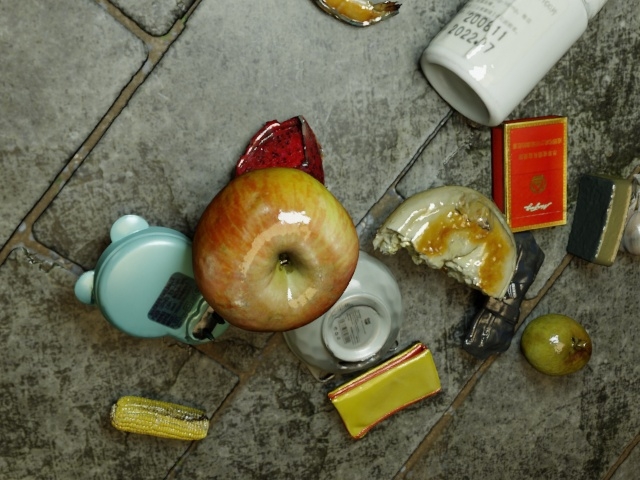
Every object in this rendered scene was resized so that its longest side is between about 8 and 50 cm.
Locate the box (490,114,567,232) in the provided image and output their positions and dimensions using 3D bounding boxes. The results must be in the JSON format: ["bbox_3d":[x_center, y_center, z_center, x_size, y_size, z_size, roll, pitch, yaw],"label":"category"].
[{"bbox_3d":[0.453,-0.144,1.449,0.153,0.074,0.240,-10,105,-18],"label":"box"}]

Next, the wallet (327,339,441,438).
[{"bbox_3d":[0.145,0.331,1.481,0.241,0.067,0.141,-27,120,-5],"label":"wallet"}]

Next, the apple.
[{"bbox_3d":[-0.083,0.010,1.197,0.301,0.301,0.302,-4,105,-15],"label":"apple"}]

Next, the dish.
[{"bbox_3d":[0.060,0.167,1.384,0.303,0.120,0.303,-4,104,-15],"label":"dish"}]

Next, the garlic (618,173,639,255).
[{"bbox_3d":[0.733,-0.052,1.519,0.127,0.131,0.194,-18,112,-42],"label":"garlic"}]

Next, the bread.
[{"bbox_3d":[0.267,-0.019,1.370,0.314,0.171,0.192,22,93,-22],"label":"bread"}]

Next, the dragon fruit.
[{"bbox_3d":[-0.076,-0.150,1.292,0.161,0.121,0.127,-10,145,9],"label":"dragon fruit"}]

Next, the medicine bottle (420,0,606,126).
[{"bbox_3d":[0.385,-0.420,1.283,0.211,0.211,0.371,42,89,-21],"label":"medicine bottle"}]

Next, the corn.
[{"bbox_3d":[-0.322,0.361,1.348,0.203,0.072,0.072,17,98,-21],"label":"corn"}]

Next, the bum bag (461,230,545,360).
[{"bbox_3d":[0.418,0.126,1.496,0.137,0.074,0.310,15,101,-33],"label":"bum bag"}]

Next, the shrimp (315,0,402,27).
[{"bbox_3d":[0.103,-0.535,1.254,0.290,0.054,0.222,-43,111,-3],"label":"shrimp"}]

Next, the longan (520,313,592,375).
[{"bbox_3d":[0.543,0.238,1.517,0.154,0.176,0.145,-19,94,-26],"label":"longan"}]

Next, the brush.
[{"bbox_3d":[0.620,-0.049,1.491,0.059,0.123,0.197,5,101,-14],"label":"brush"}]

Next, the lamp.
[{"bbox_3d":[-0.290,0.091,1.245,0.284,0.147,0.209,33,95,-12],"label":"lamp"}]
